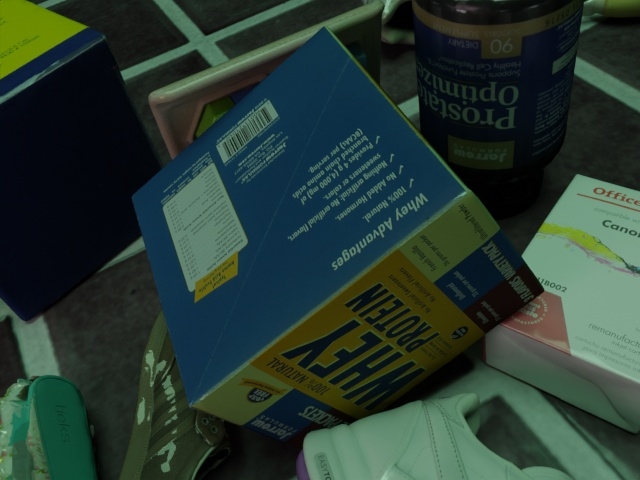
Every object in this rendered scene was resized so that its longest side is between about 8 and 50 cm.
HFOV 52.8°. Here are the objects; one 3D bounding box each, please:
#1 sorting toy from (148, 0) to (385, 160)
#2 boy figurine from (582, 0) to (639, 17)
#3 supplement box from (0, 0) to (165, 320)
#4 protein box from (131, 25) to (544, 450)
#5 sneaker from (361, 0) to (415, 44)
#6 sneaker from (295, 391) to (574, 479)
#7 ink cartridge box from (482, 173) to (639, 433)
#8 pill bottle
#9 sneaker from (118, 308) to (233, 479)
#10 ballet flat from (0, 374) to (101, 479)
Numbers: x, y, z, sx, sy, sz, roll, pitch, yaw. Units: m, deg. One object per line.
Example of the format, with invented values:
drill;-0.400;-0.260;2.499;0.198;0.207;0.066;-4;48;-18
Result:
sorting toy;-0.030;-0.091;0.552;0.193;0.208;0.038;-26;66;-11
boy figurine;0.369;-0.327;0.738;0.285;0.092;0.177;34;86;39
supplement box;-0.347;-0.118;0.646;0.357;0.194;0.195;29;60;33
protein box;0.000;0.000;0.454;0.200;0.136;0.201;-39;47;11
sneaker;0.168;-0.272;0.746;0.253;0.103;0.111;-5;51;17
sneaker;0.095;0.190;0.308;0.152;0.114;0.305;-20;41;-9
ink cartridge box;0.217;0.024;0.476;0.115;0.067;0.198;23;57;31
pill bottle;0.141;-0.125;0.525;0.123;0.219;0.122;-7;47;7
sneaker;-0.097;0.132;0.464;0.071;0.066;0.188;7;51;-6
ballet flat;-0.181;0.196;0.415;0.077;0.091;0.241;-43;41;15
